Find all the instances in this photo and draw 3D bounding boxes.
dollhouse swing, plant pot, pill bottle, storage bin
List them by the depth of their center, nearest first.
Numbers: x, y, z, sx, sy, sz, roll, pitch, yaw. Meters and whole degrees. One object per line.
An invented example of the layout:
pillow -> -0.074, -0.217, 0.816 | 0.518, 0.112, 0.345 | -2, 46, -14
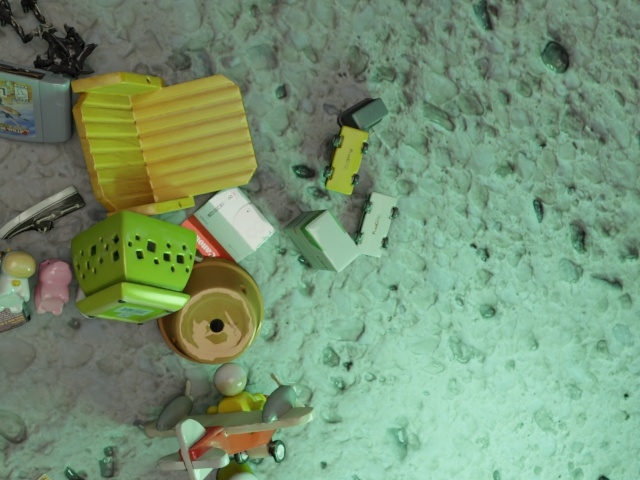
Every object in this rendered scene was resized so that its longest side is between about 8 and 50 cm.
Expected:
plant pot -> -0.451, 0.079, 1.549 | 0.228, 0.227, 0.207 | 20, 57, -47
dollhouse swing -> -0.367, -0.250, 1.589 | 0.305, 0.315, 0.346 | -10, 96, 17
plant pot -> -0.281, 0.198, 1.672 | 0.291, 0.203, 0.290 | -1, 96, -14
pill bottle -> -0.218, 0.667, 1.731 | 0.103, 0.184, 0.103 | 0, 91, -18
storage bin -> 0.133, -0.356, 1.867 | 0.135, 0.091, 0.098 | -33, 101, -14

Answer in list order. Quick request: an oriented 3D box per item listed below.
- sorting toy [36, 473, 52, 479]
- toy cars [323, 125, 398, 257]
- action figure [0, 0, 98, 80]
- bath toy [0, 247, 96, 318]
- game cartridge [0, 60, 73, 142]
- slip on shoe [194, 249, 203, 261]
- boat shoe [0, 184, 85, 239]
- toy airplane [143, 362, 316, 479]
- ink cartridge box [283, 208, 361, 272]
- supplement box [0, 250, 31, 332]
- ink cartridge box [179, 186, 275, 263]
sorting toy -> -0.725, 0.652, 1.653 | 0.083, 0.012, 0.062 | -42, 104, -13
toy cars -> 0.113, -0.142, 1.873 | 0.177, 0.087, 0.393 | -26, 104, -4
action figure -> -0.658, -0.478, 1.576 | 0.164, 0.141, 0.275 | -40, 85, -19
bath toy -> -0.668, 0.097, 1.551 | 0.348, 0.129, 0.151 | 16, 126, -41
game cartridge -> -0.747, -0.332, 1.526 | 0.297, 0.062, 0.198 | 10, 131, -9
slip on shoe -> -0.375, 0.032, 1.710 | 0.135, 0.051, 0.041 | 24, 103, 12
boat shoe -> -0.699, -0.055, 1.607 | 0.219, 0.078, 0.070 | -34, 100, -16
toy airplane -> -0.242, 0.448, 1.623 | 0.386, 0.384, 0.272 | -1, 78, -18
ink cartridge box -> 0.000, 0.000, 1.770 | 0.093, 0.212, 0.154 | -41, 102, -16
supplement box -> -0.801, 0.131, 1.576 | 0.104, 0.081, 0.188 | -21, 98, -17
ink cartridge box -> -0.269, -0.020, 1.764 | 0.232, 0.066, 0.189 | -45, 104, -16
